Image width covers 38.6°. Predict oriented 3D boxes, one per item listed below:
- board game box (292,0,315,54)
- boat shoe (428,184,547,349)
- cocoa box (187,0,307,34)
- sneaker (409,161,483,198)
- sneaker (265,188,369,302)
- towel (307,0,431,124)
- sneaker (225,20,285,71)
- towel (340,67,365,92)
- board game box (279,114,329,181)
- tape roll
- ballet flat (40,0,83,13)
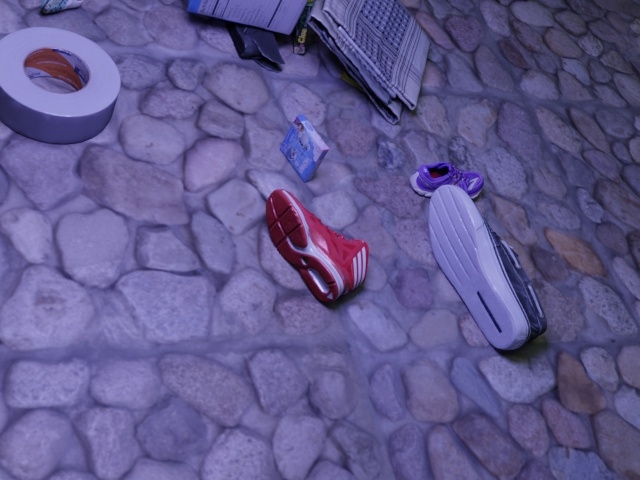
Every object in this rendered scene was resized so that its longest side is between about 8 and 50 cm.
[{"bbox_3d":[-0.042,-0.541,1.987,0.030,0.136,0.260,2,50,-9],"label":"board game box"},{"bbox_3d":[0.309,0.048,1.705,0.119,0.121,0.335,-6,67,-40],"label":"boat shoe"},{"bbox_3d":[-0.134,-0.640,1.857,0.228,0.231,0.347,9,59,-19],"label":"cocoa box"},{"bbox_3d":[0.264,-0.124,1.840,0.170,0.071,0.068,-1,54,-28],"label":"sneaker"},{"bbox_3d":[0.000,0.000,1.608,0.128,0.087,0.221,-17,74,-46],"label":"sneaker"},{"bbox_3d":[0.120,-0.449,1.958,0.312,0.056,0.324,47,43,-26],"label":"towel"},{"bbox_3d":[-0.137,-0.427,1.905,0.089,0.051,0.170,-3,59,-30],"label":"sneaker"},{"bbox_3d":[0.128,-0.404,2.039,0.102,0.021,0.237,30,46,-1],"label":"towel"},{"bbox_3d":[-0.031,-0.173,1.715,0.020,0.090,0.090,-19,63,-39],"label":"board game box"},{"bbox_3d":[-0.464,-0.272,1.590,0.219,0.072,0.219,15,47,-16],"label":"tape roll"},{"bbox_3d":[-0.481,-0.492,1.775,0.070,0.070,0.188,22,50,-9],"label":"ballet flat"}]
